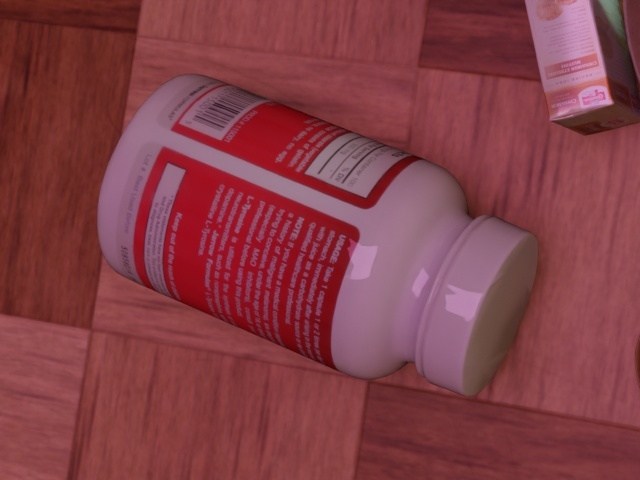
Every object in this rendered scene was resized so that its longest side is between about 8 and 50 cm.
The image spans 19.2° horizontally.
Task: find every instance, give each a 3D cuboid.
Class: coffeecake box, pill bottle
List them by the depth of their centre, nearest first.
[{"bbox_3d":[0.254,-0.206,1.864,0.068,0.142,0.185,-14,82,20],"label":"coffeecake box"},{"bbox_3d":[0.000,0.000,1.902,0.408,0.229,0.229,23,95,20],"label":"pill bottle"}]

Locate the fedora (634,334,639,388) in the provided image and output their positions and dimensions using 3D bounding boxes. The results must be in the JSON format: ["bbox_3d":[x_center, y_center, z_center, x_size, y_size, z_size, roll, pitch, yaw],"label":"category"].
[{"bbox_3d":[0.384,0.102,1.812,0.194,0.079,0.194,-11,68,28],"label":"fedora"}]

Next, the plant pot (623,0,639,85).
[{"bbox_3d":[0.440,-0.192,1.754,0.191,0.284,0.284,-23,76,-19],"label":"plant pot"}]
